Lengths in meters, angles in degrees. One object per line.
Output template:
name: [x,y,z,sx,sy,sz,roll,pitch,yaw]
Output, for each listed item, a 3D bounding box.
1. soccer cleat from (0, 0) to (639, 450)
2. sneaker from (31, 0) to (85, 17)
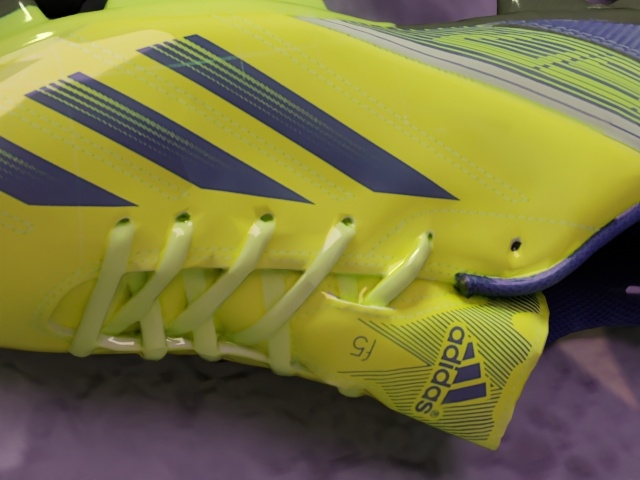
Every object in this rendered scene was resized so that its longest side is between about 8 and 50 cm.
soccer cleat: [0.001,-0.001,0.497,0.289,0.093,0.121,-8,68,-29]
sneaker: [-0.126,-0.106,0.479,0.293,0.102,0.146,-13,40,-33]
